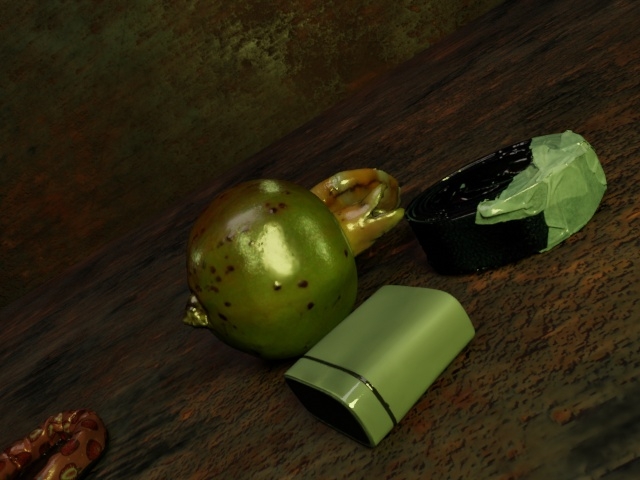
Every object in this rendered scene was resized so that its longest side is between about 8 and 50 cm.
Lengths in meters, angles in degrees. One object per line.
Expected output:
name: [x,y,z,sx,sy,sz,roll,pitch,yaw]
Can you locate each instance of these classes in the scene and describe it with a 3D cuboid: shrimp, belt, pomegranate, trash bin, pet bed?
shrimp: [0.000,0.000,0.791,0.152,0.063,0.287,4,-36,-42]
belt: [0.189,-0.041,0.599,0.198,0.078,0.151,-23,18,22]
pomegranate: [-0.029,0.017,0.618,0.246,0.198,0.198,-28,18,17]
trash bin: [0.048,0.100,0.494,0.130,0.059,0.116,-39,20,-25]
pet bed: [-0.346,0.280,0.692,0.201,0.053,0.201,-26,14,7]
